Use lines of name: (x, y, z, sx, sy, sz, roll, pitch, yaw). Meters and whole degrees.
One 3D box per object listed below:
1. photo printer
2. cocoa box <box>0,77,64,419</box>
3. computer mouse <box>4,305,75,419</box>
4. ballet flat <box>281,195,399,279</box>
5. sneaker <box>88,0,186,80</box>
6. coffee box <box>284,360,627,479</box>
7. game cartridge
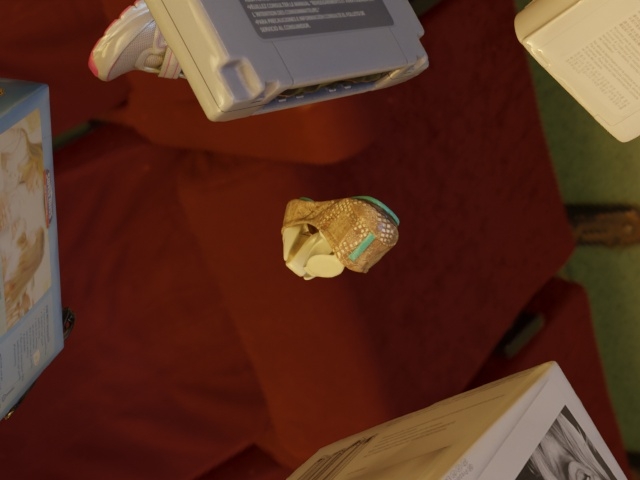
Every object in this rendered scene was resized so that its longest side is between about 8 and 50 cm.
photo printer: (0.458, -0.298, 1.607, 0.256, 0.107, 0.307, 38, 129, -23)
cocoa box: (-0.433, 0.009, 1.303, 0.228, 0.231, 0.347, 8, 115, 11)
computer mouse: (-0.487, 0.148, 1.651, 0.272, 0.188, 0.072, 15, 141, 17)
ballet flat: (0.000, 0.000, 1.040, 0.073, 0.067, 0.206, 41, 166, -11)
sneaker: (-0.152, -0.237, 1.431, 0.111, 0.252, 0.103, 63, 161, 9)
coffee box: (0.094, 0.367, 1.058, 0.337, 0.338, 0.334, -30, 93, 44)
game cartridge: (-0.034, -0.200, 0.917, 0.062, 0.297, 0.198, -36, 82, 33)
